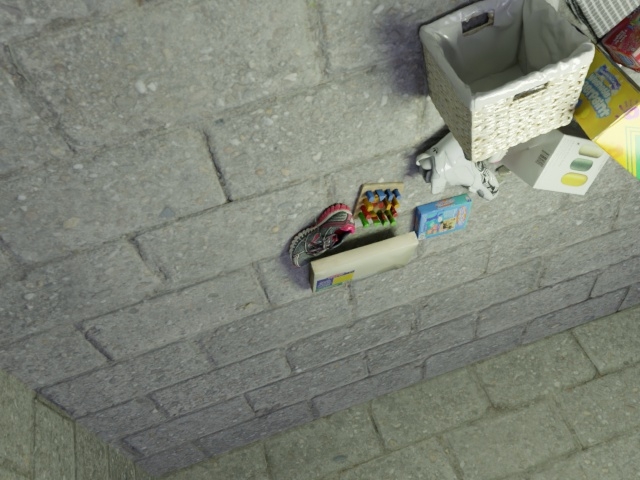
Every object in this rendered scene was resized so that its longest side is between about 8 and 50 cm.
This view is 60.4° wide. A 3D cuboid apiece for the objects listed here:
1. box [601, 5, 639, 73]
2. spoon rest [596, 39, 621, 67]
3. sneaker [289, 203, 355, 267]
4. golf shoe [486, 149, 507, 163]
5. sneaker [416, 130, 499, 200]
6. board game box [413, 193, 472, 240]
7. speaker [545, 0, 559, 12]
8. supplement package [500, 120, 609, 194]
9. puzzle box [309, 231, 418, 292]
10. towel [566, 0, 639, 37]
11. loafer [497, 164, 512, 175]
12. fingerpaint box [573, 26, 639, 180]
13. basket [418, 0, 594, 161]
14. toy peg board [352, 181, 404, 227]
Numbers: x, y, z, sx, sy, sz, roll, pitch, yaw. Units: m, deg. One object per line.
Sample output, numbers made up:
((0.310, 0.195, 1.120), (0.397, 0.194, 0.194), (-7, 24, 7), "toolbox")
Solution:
((0.974, -0.637, 1.602), (0.128, 0.122, 0.257), (24, 110, -43), "box")
((0.932, -0.536, 1.797), (0.137, 0.084, 0.276), (-24, 129, 1), "spoon rest")
((0.000, 0.000, 1.946), (0.121, 0.112, 0.299), (17, 129, -40), "sneaker")
((0.545, -0.378, 1.773), (0.140, 0.115, 0.306), (-8, 134, -2), "golf shoe")
((0.467, -0.228, 1.885), (0.210, 0.137, 0.366), (-31, 136, 12), "sneaker")
((0.468, -0.088, 2.117), (0.210, 0.047, 0.160), (-14, 141, -9), "board game box")
((0.635, -0.632, 1.541), (0.055, 0.055, 0.136), (-20, 143, -2), "speaker")
((0.803, -0.298, 1.880), (0.262, 0.198, 0.199), (3, 124, -29), "supplement package")
((0.156, 0.089, 2.109), (0.409, 0.052, 0.272), (-16, 161, -9), "puzzle box")
((0.788, -0.704, 1.475), (0.283, 0.121, 0.235), (22, 125, -42), "towel")
((0.714, -0.268, 2.026), (0.125, 0.045, 0.039), (-27, 149, 2), "loafer")
((0.865, -0.364, 1.586), (0.371, 0.445, 0.163), (28, 126, -26), "fingerpaint box")
((0.482, -0.442, 1.475), (0.328, 0.331, 0.266), (-22, 144, 1), "basket")
((0.213, -0.118, 1.934), (0.161, 0.079, 0.161), (-6, 140, -20), "toy peg board")
